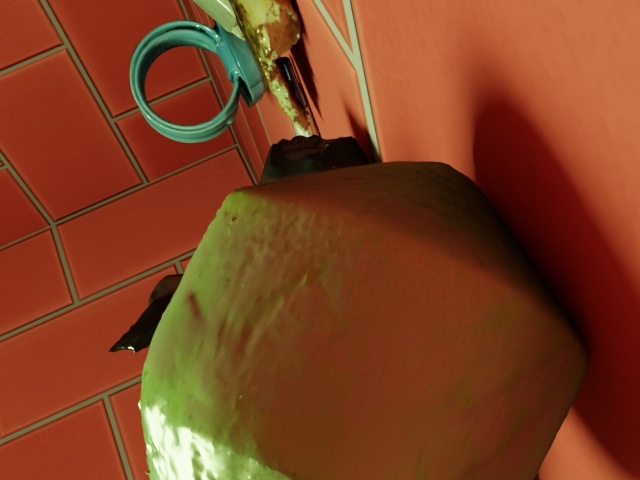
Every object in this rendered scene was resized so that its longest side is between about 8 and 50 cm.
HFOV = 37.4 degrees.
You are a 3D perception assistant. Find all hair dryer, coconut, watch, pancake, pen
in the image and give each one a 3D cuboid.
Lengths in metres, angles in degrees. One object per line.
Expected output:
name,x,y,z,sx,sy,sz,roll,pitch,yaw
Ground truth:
hair dryer,-0.040,0.081,0.745,0.340,0.123,0.312,-21,-73,-59
coconut,0.022,0.064,0.479,0.204,0.236,0.236,4,121,59
watch,-0.188,-0.251,1.412,0.211,0.193,0.211,63,174,12
pancake,-0.057,-0.229,0.970,0.244,0.057,0.266,61,-177,-37
pen,-0.012,-0.120,1.101,0.025,0.025,0.204,-120,8,-57

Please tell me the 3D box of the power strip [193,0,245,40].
power strip,-0.178,-0.348,1.129,0.270,0.046,0.118,41,176,-7
